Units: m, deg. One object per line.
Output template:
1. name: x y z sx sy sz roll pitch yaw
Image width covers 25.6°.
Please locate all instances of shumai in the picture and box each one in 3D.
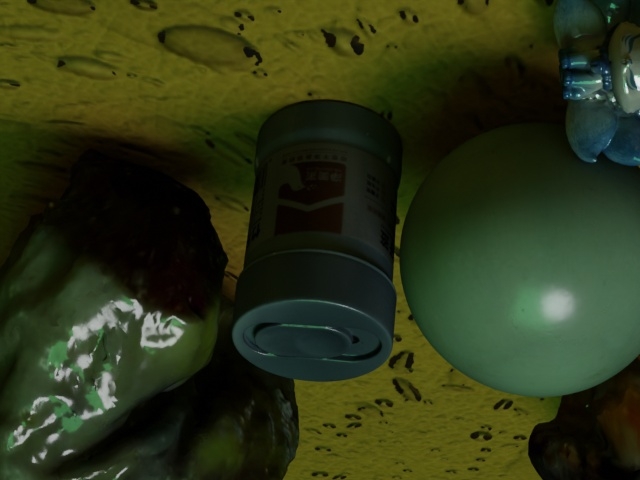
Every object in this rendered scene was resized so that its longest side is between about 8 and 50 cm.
1. shumai: -0.176 0.075 0.974 0.304 0.309 0.263 -2 119 7

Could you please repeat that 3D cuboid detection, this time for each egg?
1. egg: 0.136 0.014 0.878 0.168 0.168 0.231 -5 170 14

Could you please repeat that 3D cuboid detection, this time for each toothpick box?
1. toothpick box: 0.000 0.000 0.898 0.101 0.153 0.101 3 146 2

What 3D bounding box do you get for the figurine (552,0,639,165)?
1. figurine: 0.186 -0.097 0.792 0.114 0.114 0.079 1 171 6

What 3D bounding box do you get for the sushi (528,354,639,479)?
1. sushi: 0.366 0.168 1.036 0.417 0.176 0.417 11 168 2
